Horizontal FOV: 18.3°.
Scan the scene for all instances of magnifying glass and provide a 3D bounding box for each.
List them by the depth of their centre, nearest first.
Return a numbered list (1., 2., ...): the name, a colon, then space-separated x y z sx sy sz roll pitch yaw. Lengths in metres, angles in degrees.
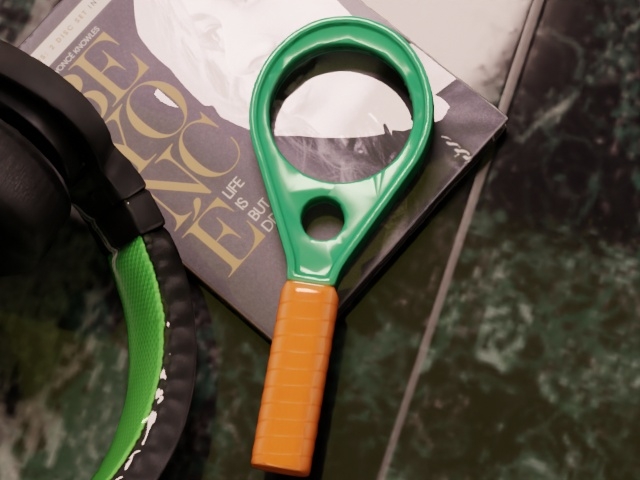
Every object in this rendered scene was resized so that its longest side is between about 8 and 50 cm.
1. magnifying glass: 0.000 0.000 0.974 0.092 0.026 0.231 8 74 6

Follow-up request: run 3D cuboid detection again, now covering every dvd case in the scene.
1. dvd case: -0.041 -0.069 1.016 0.221 0.018 0.164 40 82 14

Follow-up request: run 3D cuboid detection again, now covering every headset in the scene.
1. headset: -0.229 -0.014 0.940 0.243 0.185 0.394 -33 93 -31
